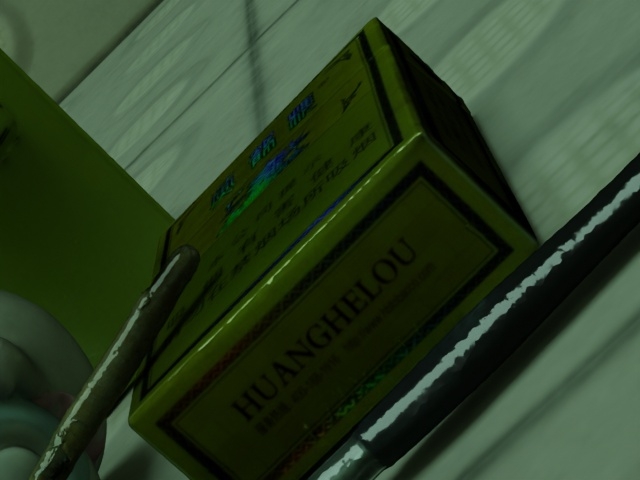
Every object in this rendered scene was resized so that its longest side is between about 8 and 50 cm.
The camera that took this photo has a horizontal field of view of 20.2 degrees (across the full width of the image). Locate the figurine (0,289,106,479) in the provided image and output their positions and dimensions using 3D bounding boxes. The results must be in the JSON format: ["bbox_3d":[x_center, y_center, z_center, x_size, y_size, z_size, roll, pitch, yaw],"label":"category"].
[{"bbox_3d":[-0.141,0.090,0.674,0.127,0.155,0.235,-33,17,-4],"label":"figurine"}]

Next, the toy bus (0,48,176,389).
[{"bbox_3d":[-0.192,-0.026,0.919,0.128,0.262,0.150,-53,18,-26],"label":"toy bus"}]

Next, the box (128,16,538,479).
[{"bbox_3d":[0.000,0.000,0.686,0.141,0.064,0.220,-46,15,10],"label":"box"}]

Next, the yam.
[{"bbox_3d":[-0.072,0.047,0.614,0.107,0.014,0.014,-59,16,-14],"label":"yam"}]

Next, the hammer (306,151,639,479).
[{"bbox_3d":[0.028,0.052,0.529,0.246,0.029,0.103,-44,13,2],"label":"hammer"}]
